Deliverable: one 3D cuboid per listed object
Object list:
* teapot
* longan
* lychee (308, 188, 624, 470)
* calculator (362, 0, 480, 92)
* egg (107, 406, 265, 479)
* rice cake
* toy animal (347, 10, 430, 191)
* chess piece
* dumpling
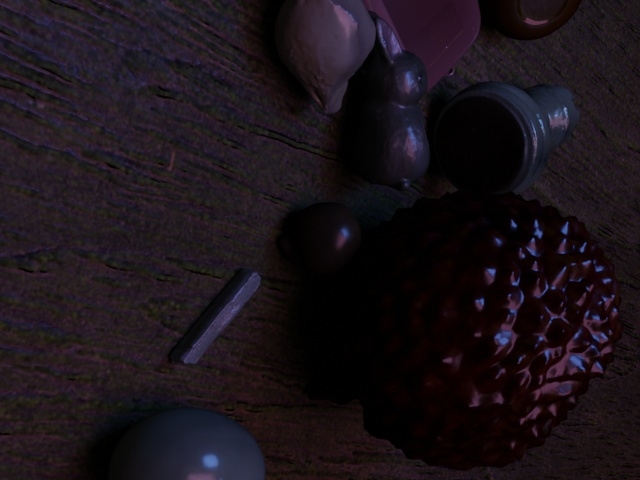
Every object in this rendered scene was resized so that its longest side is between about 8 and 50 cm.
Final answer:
[{"bbox_3d":[0.338,-0.444,1.586,0.178,0.135,0.252,-32,128,4],"label":"teapot"},{"bbox_3d":[0.000,0.000,1.366,0.119,0.106,0.106,-16,122,-2],"label":"longan"},{"bbox_3d":[0.202,0.142,1.419,0.424,0.500,0.425,46,27,-32],"label":"lychee"},{"bbox_3d":[0.141,-0.362,1.411,0.220,0.048,0.330,-49,134,-12],"label":"calculator"},{"bbox_3d":[-0.166,0.299,1.217,0.231,0.168,0.168,19,88,-52],"label":"egg"},{"bbox_3d":[-0.140,0.104,1.286,0.171,0.033,0.029,-50,134,-26],"label":"rice cake"},{"bbox_3d":[0.108,-0.206,1.381,0.125,0.127,0.251,-29,129,-46],"label":"toy animal"},{"bbox_3d":[0.340,-0.191,1.638,0.299,0.194,0.195,-26,122,-52],"label":"chess piece"},{"bbox_3d":[0.011,-0.288,1.275,0.216,0.126,0.166,57,32,-27],"label":"dumpling"}]
